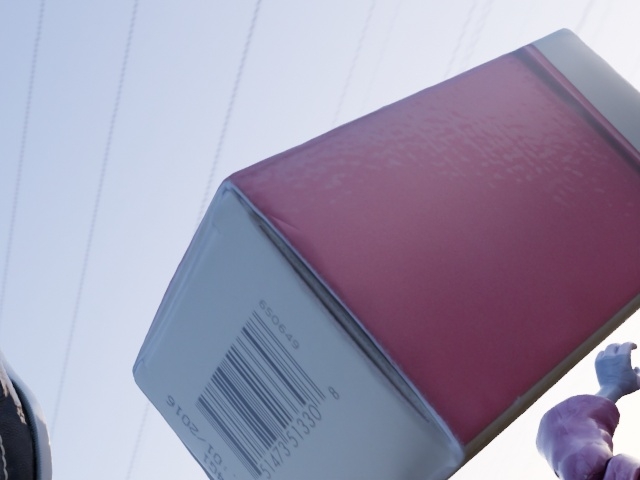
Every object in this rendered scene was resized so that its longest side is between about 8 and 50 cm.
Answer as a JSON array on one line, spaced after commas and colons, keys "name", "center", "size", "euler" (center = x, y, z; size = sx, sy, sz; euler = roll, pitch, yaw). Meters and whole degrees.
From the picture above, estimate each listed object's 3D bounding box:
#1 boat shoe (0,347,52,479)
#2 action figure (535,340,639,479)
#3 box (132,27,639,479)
[{"name": "boat shoe", "center": [-0.281, 0.097, 0.685], "size": [0.114, 0.302, 0.091], "euler": [-37, -29, 13]}, {"name": "action figure", "center": [0.157, 0.226, 0.668], "size": [0.276, 0.248, 0.370], "euler": [-2, -39, -37]}, {"name": "box", "center": [0.056, 0.021, 0.425], "size": [0.232, 0.127, 0.148], "euler": [-29, -19, -40]}]
